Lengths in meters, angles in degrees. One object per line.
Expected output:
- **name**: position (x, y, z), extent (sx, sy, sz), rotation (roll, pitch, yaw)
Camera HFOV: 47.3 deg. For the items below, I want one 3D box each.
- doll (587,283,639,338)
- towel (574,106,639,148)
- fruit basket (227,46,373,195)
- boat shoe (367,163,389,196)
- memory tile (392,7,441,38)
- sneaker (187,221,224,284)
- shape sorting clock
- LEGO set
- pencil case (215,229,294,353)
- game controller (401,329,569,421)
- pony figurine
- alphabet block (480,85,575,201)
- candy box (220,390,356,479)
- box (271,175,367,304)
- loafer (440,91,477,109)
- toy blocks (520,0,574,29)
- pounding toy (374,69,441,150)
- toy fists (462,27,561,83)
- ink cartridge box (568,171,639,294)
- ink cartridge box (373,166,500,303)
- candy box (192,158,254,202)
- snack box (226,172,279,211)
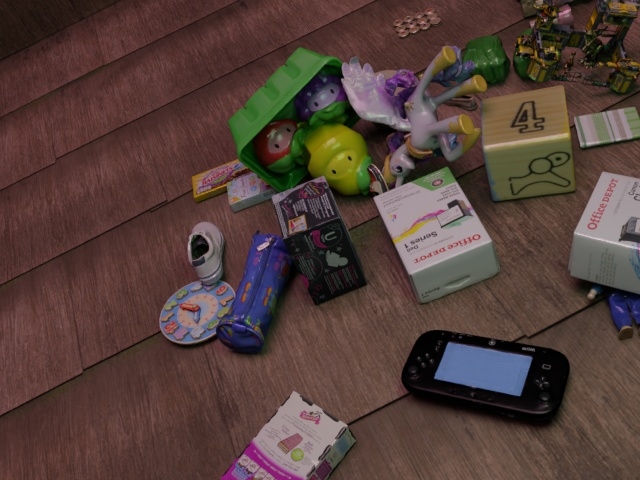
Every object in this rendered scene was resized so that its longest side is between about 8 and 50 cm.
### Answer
- **doll**: position (0.613, 0.110, 1.494), extent (0.129, 0.046, 0.189), rotation (-11, 46, 13)
- **towel**: position (0.721, -0.280, 1.828), extent (0.152, 0.023, 0.113), rotation (-8, 49, 14)
- **fruit basket**: position (-0.014, -0.276, 1.941), extent (0.392, 0.283, 0.392), rotation (-13, 62, 26)
- **boat shoe**: position (0.149, -0.129, 1.871), extent (0.043, 0.137, 0.049), rotation (-27, 4, -6)
- **memory tile**: position (0.318, -0.719, 2.413), extent (0.148, 0.012, 0.113), rotation (-19, 45, 6)
- **sneaker**: position (-0.308, 0.009, 1.947), extent (0.094, 0.091, 0.258), rotation (-24, 35, -1)
- **shape sorting clock**: position (-0.309, 0.175, 1.842), extent (0.206, 0.040, 0.206), rotation (-12, 46, 13)
- **LEGO set**: position (0.689, -0.533, 1.879), extent (0.331, 0.192, 0.255), rotation (13, 52, 4)
- **pencil case**: position (-0.150, 0.117, 1.762), extent (0.119, 0.133, 0.306), rotation (11, 54, 10)
- **game controller**: position (0.326, 0.263, 1.463), extent (0.319, 0.067, 0.166), rotation (7, 53, 28)
- **pony figurine**: position (0.240, -0.319, 1.812), extent (0.363, 0.303, 0.351), rotation (-33, 61, 53)
- **alphabet block**: position (0.498, -0.230, 1.758), extent (0.197, 0.192, 0.193), rotation (-6, 49, 17)
- **candy box**: position (-0.063, 0.439, 1.467), extent (0.159, 0.071, 0.233), rotation (25, 64, 39)
- **box**: position (0.000, 0.000, 1.720), extent (0.142, 0.247, 0.163), rotation (-21, 45, 3)
- **loafer**: position (0.390, -0.406, 2.072), extent (0.125, 0.039, 0.045), rotation (29, 66, 39)
- **toy blocks**: position (0.701, -0.822, 2.151), extent (0.260, 0.288, 0.309), rotation (-17, 42, 14)
- **pounding toy**: position (0.211, -0.361, 2.086), extent (0.183, 0.110, 0.237), rotation (-27, 71, -11)
- **toy fists**: position (0.538, -0.516, 2.071), extent (0.279, 0.096, 0.142), rotation (-4, 42, 18)
- **ink cartridge box**: position (0.685, -0.001, 1.468), extent (0.306, 0.131, 0.226), rotation (17, 49, 27)
- **ink cartridge box**: position (0.267, -0.016, 1.711), extent (0.201, 0.117, 0.278), rotation (-23, 45, 3)
- **candy box**: position (-0.283, -0.188, 2.176), extent (0.206, 0.027, 0.105), rotation (-21, 41, 4)
- **snack box**: position (-0.194, -0.147, 2.091), extent (0.141, 0.037, 0.100), rotation (-20, 44, 6)
